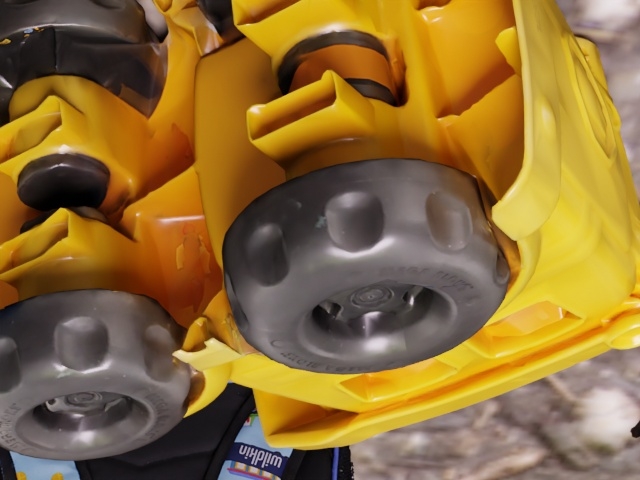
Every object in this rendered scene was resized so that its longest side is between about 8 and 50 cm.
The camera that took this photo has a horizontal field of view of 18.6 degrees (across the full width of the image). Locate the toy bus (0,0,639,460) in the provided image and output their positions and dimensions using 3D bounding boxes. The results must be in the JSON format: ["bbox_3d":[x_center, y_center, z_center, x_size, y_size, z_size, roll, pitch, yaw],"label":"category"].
[{"bbox_3d":[0.000,0.000,0.628,0.220,0.149,0.211,-23,147,22],"label":"toy bus"}]

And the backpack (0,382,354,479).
[{"bbox_3d":[-0.064,0.135,0.718,0.158,0.173,0.117,1,134,-4],"label":"backpack"}]
